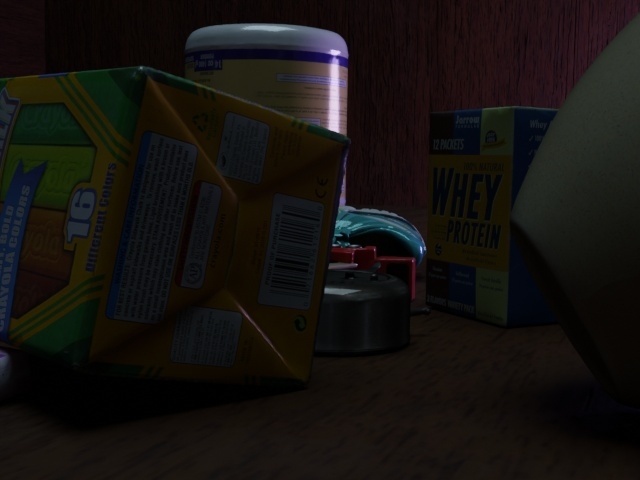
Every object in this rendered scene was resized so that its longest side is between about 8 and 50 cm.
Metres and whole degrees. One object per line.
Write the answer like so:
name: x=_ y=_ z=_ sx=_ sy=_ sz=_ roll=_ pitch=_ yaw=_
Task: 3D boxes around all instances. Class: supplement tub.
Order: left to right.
supplement tub: x=-0.080 y=-0.137 z=1.366 sx=0.241 sy=0.331 sz=0.241 roll=1 pitch=5 yaw=0

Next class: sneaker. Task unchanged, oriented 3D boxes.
sneaker: x=0.000 y=0.000 z=1.185 sx=0.275 sy=0.107 sz=0.110 roll=0 pitch=15 yaw=-7

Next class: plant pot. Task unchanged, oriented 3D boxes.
plant pot: x=0.229 y=-0.004 z=0.562 sx=0.191 sy=0.284 sz=0.284 roll=-30 pitch=3 yaw=5

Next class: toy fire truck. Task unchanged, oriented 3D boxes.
toy fire truck: x=0.014 y=0.035 z=1.064 sx=0.192 sy=0.047 sz=0.135 roll=1 pitch=6 yaw=9

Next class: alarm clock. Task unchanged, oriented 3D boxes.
alarm clock: x=0.000 y=0.057 z=0.762 sx=0.129 sy=0.064 sz=0.192 roll=4 pitch=9 yaw=33

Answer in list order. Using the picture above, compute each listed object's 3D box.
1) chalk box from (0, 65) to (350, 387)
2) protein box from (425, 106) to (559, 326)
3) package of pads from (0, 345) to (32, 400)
chalk box: x=-0.151 y=-0.011 z=0.669 sx=0.179 sy=0.180 sz=0.289 roll=13 pitch=-5 yaw=-43
protein box: x=0.226 y=-0.029 z=0.939 sx=0.199 sy=0.201 sz=0.136 roll=-2 pitch=6 yaw=-27
package of pads: x=-0.220 y=0.084 z=0.561 sx=0.050 sy=0.032 sz=0.083 roll=3 pitch=6 yaw=22
